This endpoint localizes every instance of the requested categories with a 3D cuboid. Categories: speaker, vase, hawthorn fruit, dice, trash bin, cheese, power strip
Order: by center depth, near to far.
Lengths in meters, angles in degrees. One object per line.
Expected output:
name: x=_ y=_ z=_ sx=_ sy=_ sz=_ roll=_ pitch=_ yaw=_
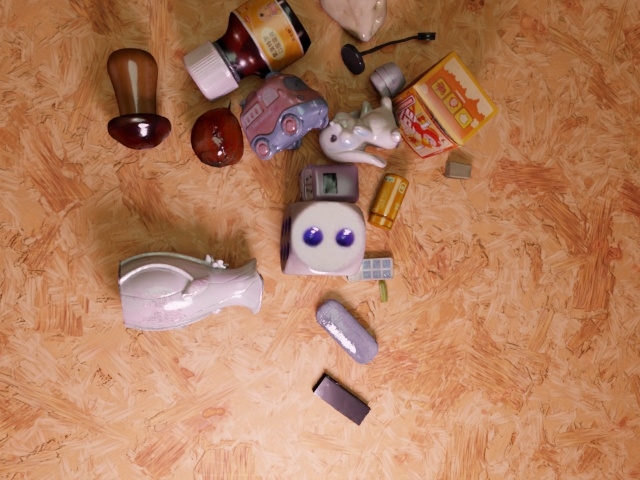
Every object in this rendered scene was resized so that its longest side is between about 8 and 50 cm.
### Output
vase: x=-0.407 y=0.157 z=1.597 sx=0.444 sy=0.250 sz=0.250 roll=-2 pitch=92 yaw=-18
hawthorn fruit: x=-0.334 y=-0.357 z=1.639 sx=0.181 sy=0.181 sz=0.235 roll=12 pitch=75 yaw=-13
dice: x=0.000 y=0.000 z=1.669 sx=0.251 sy=0.259 sz=0.243 roll=2 pitch=88 yaw=-12
cheese: x=0.115 y=-0.856 z=1.705 sx=0.247 sy=0.251 sz=0.174 roll=37 pitch=82 yaw=5
speaker: x=0.077 y=0.577 z=1.803 sx=0.218 sy=0.044 sz=0.082 roll=38 pitch=83 yaw=-11
power strip: x=0.181 y=0.105 z=1.824 sx=0.191 sy=0.035 sz=0.082 roll=-1 pitch=91 yaw=-14
trash bin: x=0.526 y=-0.266 z=1.892 sx=0.092 sy=0.043 sz=0.061 roll=5 pitch=90 yaw=-14

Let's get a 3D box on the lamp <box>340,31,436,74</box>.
lamp: x=0.252 y=-0.686 z=1.815 sx=0.371 sy=0.130 sz=0.109 roll=-20 pitch=120 yaw=-25

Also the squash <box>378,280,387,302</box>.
squash: x=0.232 y=0.188 z=1.841 sx=0.027 sy=0.027 sz=0.084 roll=-7 pitch=92 yaw=-13

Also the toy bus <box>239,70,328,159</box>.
toy bus: x=-0.134 y=-0.419 z=1.623 sx=0.232 sy=0.294 sz=0.197 roll=57 pitch=38 yaw=0

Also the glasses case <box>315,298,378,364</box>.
glasses case: x=0.097 y=0.331 z=1.792 sx=0.109 sy=0.067 sz=0.282 roll=-45 pitch=101 yaw=-6

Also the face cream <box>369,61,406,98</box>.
face cream: x=0.240 y=-0.572 z=1.779 sx=0.104 sy=0.117 sz=0.117 roll=-33 pitch=98 yaw=7

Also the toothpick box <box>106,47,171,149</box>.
toothpick box: x=-0.578 y=-0.438 z=1.566 sx=0.191 sy=0.192 sz=0.295 roll=-6 pitch=87 yaw=-13

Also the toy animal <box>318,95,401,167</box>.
toy animal: x=0.145 y=-0.375 z=1.731 sx=0.289 sy=0.174 sz=0.249 roll=10 pitch=55 yaw=11

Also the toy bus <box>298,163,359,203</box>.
toy bus: x=0.028 y=-0.193 z=1.727 sx=0.202 sy=0.142 sz=0.142 roll=-3 pitch=92 yaw=-13

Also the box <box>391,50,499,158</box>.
box: x=0.406 y=-0.456 z=1.737 sx=0.214 sy=0.283 sz=0.259 roll=-44 pitch=99 yaw=-10

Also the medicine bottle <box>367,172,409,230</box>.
medicine bottle: x=0.247 y=-0.140 z=1.802 sx=0.096 sy=0.096 sz=0.192 roll=23 pitch=85 yaw=-12

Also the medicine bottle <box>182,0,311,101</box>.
medicine bottle: x=-0.241 y=-0.617 z=1.621 sx=0.395 sy=0.242 sz=0.243 roll=-37 pitch=99 yaw=3
